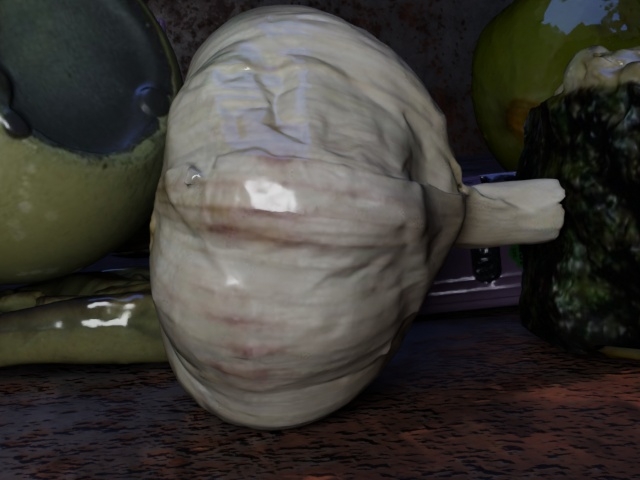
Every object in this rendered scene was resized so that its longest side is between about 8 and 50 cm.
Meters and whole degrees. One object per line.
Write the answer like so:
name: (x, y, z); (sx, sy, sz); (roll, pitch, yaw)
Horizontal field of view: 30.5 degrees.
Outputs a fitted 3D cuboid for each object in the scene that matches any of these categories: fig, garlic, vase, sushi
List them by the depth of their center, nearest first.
garlic: (0.022, -0.011, 0.589); (0.212, 0.219, 0.218); (3, 5, -6)
sushi: (0.239, -0.020, 0.594); (0.210, 0.171, 0.350); (-6, 7, -26)
vase: (-0.223, -0.058, 0.884); (0.329, 0.241, 0.302); (20, -33, -38)
fig: (0.336, -0.191, 1.464); (0.343, 0.343, 0.343); (-5, 6, 1)

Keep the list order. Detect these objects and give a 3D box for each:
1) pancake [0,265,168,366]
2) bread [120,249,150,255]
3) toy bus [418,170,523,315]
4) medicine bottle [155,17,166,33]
pancake: (-0.135, 0.049, 0.820); (0.294, 0.050, 0.294); (-5, 3, 0)
bread: (-0.209, -0.004, 1.379); (0.109, 0.043, 0.062); (-3, 5, 10)
toy bus: (0.119, 0.001, 0.845); (0.198, 0.096, 0.108); (-6, 10, 5)
medicine bottle: (-0.274, -0.142, 1.551); (0.178, 0.291, 0.178); (-4, 7, 1)
